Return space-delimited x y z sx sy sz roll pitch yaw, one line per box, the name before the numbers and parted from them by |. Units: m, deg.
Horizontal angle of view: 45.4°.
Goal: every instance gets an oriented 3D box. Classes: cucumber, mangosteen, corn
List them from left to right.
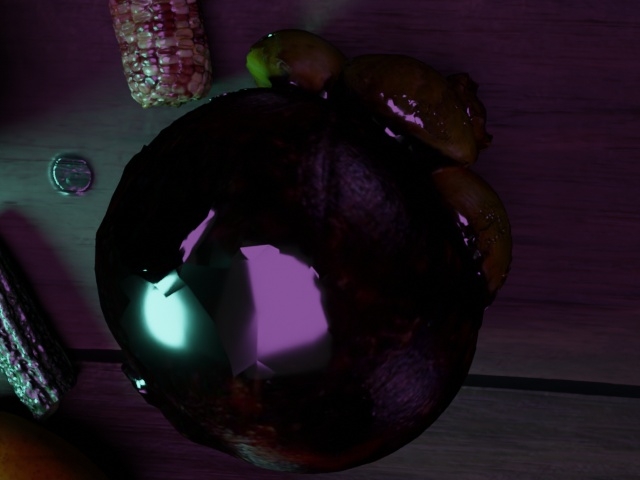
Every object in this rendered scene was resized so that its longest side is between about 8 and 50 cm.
cucumber | -0.379 0.103 0.931 0.077 0.077 0.265 -24 103 10
corn | -0.181 -0.282 0.793 0.098 0.098 0.290 -9 102 6
mangosteen | -0.020 0.002 0.732 0.380 0.381 0.421 21 97 -3

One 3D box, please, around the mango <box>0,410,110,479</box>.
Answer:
mango | -0.394 0.312 0.942 0.350 0.201 0.199 28 89 13
